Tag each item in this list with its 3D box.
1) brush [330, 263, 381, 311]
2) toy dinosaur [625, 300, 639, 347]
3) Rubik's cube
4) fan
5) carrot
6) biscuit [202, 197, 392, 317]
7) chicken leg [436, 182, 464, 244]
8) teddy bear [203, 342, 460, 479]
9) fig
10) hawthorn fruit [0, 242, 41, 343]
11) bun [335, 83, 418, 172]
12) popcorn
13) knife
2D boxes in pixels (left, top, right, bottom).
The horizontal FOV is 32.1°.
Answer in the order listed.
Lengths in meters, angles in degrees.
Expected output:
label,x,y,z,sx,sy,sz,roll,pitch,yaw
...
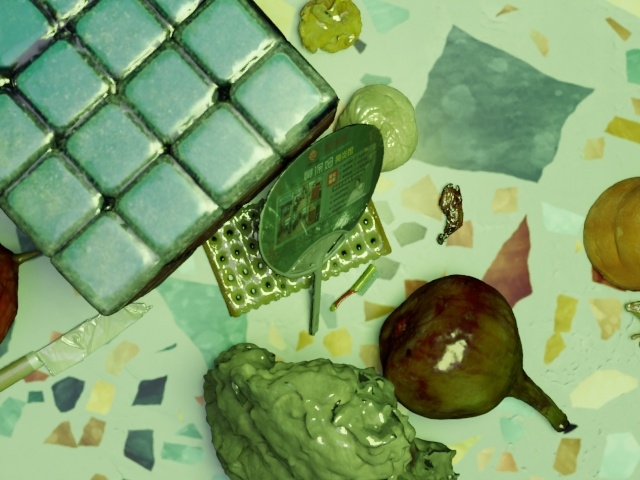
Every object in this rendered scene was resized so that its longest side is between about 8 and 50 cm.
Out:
label,x,y,z,sx,sy,sz,roll,pitch,yaw
brush,0.046,0.067,1.467,0.083,0.019,0.021,-46,105,-3
toy dinosaur,0.498,0.125,1.500,0.162,0.039,0.126,-16,93,-5
Rubik's cube,-0.210,-0.155,1.265,0.344,0.344,0.337,-44,92,-1
fan,-0.014,-0.009,1.349,0.012,0.223,0.294,29,105,29
carrot,0.451,0.000,1.401,0.159,0.225,0.159,-1,95,-9
biscuit,-0.035,-0.002,1.459,0.232,0.016,0.139,-22,96,-3
chicken leg,0.174,-0.035,1.472,0.036,0.021,0.083,1,98,-15
teddy bear,0.025,0.227,1.286,0.357,0.367,0.224,30,59,0
fig,0.190,0.173,1.436,0.191,0.190,0.290,-39,131,-2
hawthorn fruit,-0.450,0.068,1.343,0.251,0.189,0.189,-32,95,-6
bun,0.076,-0.145,1.432,0.115,0.069,0.115,-1,94,-7
popcorn,0.008,-0.288,1.430,0.084,0.084,0.084,0,93,-5
knife,-0.351,0.155,1.440,0.298,0.017,0.047,-31,97,-6
